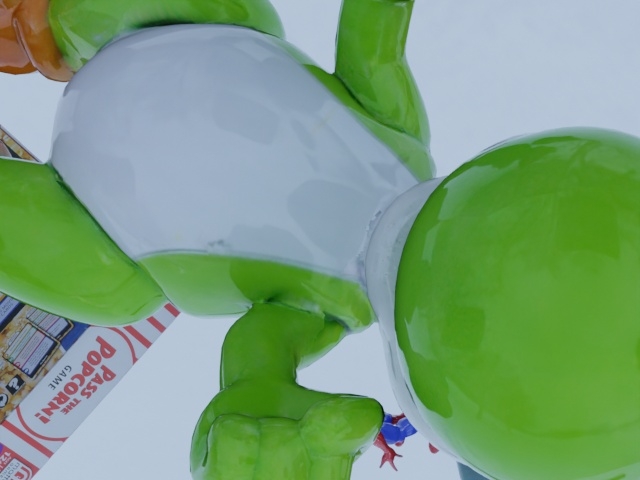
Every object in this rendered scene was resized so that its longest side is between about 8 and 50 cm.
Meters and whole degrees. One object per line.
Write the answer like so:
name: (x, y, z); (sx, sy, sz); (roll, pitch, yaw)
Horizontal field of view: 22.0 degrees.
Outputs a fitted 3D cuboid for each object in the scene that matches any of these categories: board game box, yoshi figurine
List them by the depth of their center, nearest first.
yoshi figurine: (0.000, -0.015, 0.543); (0.362, 0.203, 0.203); (21, 124, 13)
board game box: (-0.177, 0.029, 0.893); (0.147, 0.045, 0.193); (-48, 47, -4)

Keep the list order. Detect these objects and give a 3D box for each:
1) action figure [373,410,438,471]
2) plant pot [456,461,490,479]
action figure: (0.023, 0.101, 0.857); (0.038, 0.115, 0.030); (12, 88, 35)
plant pot: (0.276, 0.082, 0.991); (0.334, 0.341, 0.341); (-3, 74, 29)
